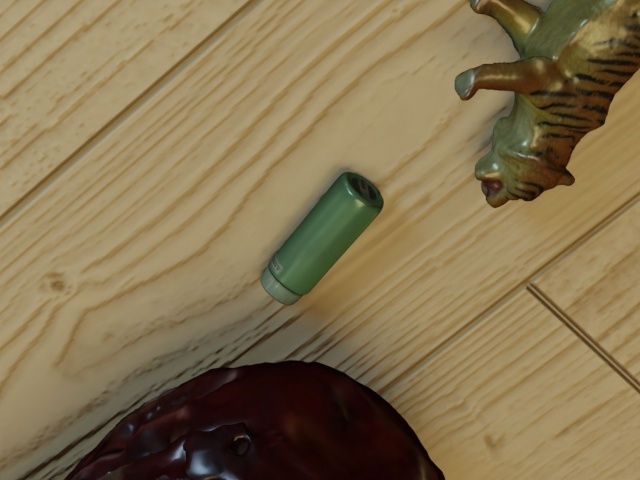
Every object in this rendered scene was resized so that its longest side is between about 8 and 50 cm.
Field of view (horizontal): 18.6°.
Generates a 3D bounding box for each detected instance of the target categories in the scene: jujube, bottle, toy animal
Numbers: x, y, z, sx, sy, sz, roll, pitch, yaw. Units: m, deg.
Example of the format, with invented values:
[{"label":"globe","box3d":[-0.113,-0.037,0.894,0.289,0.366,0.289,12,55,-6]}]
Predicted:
[{"label":"jujube","box3d":[-0.085,0.238,1.132,0.258,0.258,0.377,34,120,-27]},{"label":"bottle","box3d":[0.000,0.000,1.098,0.030,0.030,0.083,29,116,-25]},{"label":"toy animal","box3d":[0.140,-0.120,1.028,0.099,0.056,0.241,24,116,-30]}]
